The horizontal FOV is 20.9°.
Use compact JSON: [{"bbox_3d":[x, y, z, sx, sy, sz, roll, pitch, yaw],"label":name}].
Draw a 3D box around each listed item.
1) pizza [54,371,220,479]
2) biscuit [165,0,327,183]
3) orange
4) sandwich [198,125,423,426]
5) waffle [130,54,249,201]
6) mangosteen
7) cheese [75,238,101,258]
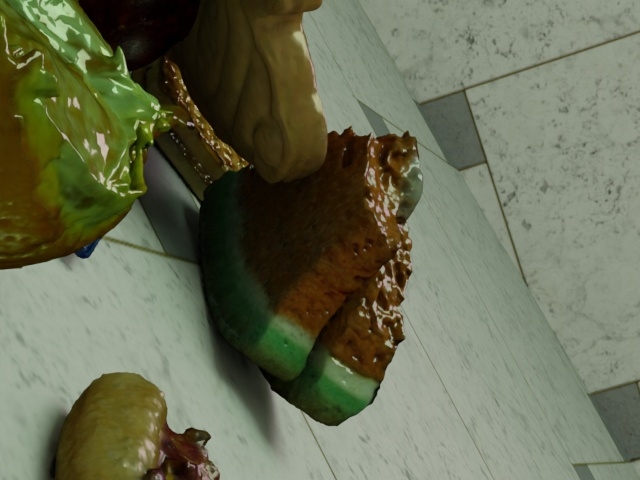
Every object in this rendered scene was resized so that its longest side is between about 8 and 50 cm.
[{"bbox_3d":[-0.055,0.209,0.974,0.229,0.081,0.289,49,14,-43],"label":"pizza"},{"bbox_3d":[-0.083,-0.221,1.408,0.312,0.057,0.351,98,-31,-51],"label":"biscuit"},{"bbox_3d":[-0.204,-0.120,0.900,0.334,0.196,0.262,-90,162,-61],"label":"orange"},{"bbox_3d":[-0.007,0.013,1.421,0.109,0.212,0.292,31,44,-31],"label":"sandwich"},{"bbox_3d":[-0.118,-0.098,1.574,0.148,0.042,0.102,53,14,-27],"label":"waffle"},{"bbox_3d":[-0.183,-0.208,1.332,0.180,0.166,0.166,-19,78,-53],"label":"mangosteen"},{"bbox_3d":[-0.217,-0.140,1.160,0.204,0.083,0.320,-77,143,-69],"label":"cheese"}]
